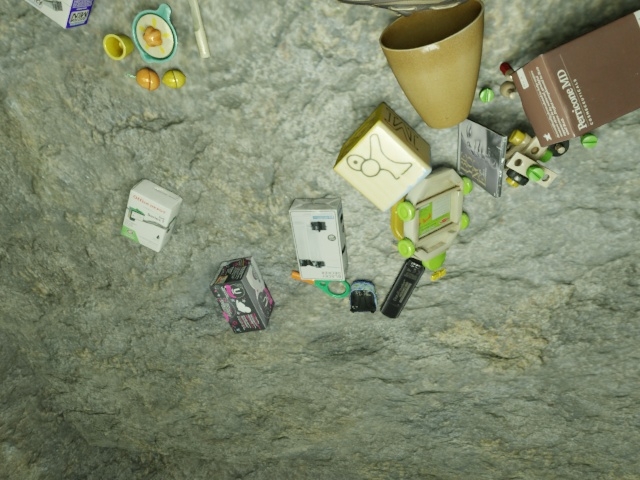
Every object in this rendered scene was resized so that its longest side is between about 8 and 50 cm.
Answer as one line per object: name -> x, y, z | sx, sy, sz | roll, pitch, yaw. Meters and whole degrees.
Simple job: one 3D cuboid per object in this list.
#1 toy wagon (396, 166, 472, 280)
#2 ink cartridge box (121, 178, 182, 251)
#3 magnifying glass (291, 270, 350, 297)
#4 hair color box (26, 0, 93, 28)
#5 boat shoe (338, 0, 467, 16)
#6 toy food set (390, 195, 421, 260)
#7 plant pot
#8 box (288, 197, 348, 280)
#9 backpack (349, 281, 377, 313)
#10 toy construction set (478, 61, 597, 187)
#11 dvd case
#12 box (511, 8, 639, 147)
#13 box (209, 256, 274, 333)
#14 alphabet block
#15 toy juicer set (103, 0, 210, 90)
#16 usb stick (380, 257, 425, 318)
toy wagon -> 0.339, -0.039, 1.240 | 0.068, 0.267, 0.344 | 31, 135, 48
ink cartridge box -> -0.621, -0.090, 1.515 | 0.160, 0.092, 0.219 | 27, 125, -6
magnifying glass -> 0.001, 0.161, 1.581 | 0.231, 0.026, 0.092 | 15, 125, 0
hair color box -> -0.677, -0.766, 1.075 | 0.185, 0.110, 0.339 | 35, 122, -12
boat shoe -> 0.186, -0.585, 0.965 | 0.355, 0.132, 0.130 | 16, 173, 28
toy food set -> 0.300, -0.058, 1.345 | 0.128, 0.071, 0.218 | 19, 127, 30
plant pot -> 0.293, -0.418, 1.028 | 0.237, 0.237, 0.254 | -10, 135, 19
box -> 0.000, 0.000, 1.433 | 0.169, 0.087, 0.290 | 1, 123, 13
backpack -> 0.158, 0.203, 1.532 | 0.105, 0.084, 0.114 | -1, 127, 13
toy construction set -> 0.526, -0.279, 1.036 | 0.257, 0.237, 0.309 | -28, 112, 28
dvd case -> 0.424, -0.231, 1.107 | 0.018, 0.221, 0.164 | -12, 122, -5
box -> 0.647, -0.375, 0.896 | 0.381, 0.143, 0.191 | -25, 94, 2
box -> -0.293, 0.211, 1.595 | 0.142, 0.163, 0.247 | -10, 120, 15
alphabet block -> 0.179, -0.236, 1.173 | 0.197, 0.193, 0.192 | 40, 121, -13
toy juicer set -> -0.445, -0.545, 1.176 | 0.329, 0.089, 0.209 | -18, 117, 23
usb stick -> 0.297, 0.181, 1.510 | 0.077, 0.045, 0.278 | 23, 125, 6
